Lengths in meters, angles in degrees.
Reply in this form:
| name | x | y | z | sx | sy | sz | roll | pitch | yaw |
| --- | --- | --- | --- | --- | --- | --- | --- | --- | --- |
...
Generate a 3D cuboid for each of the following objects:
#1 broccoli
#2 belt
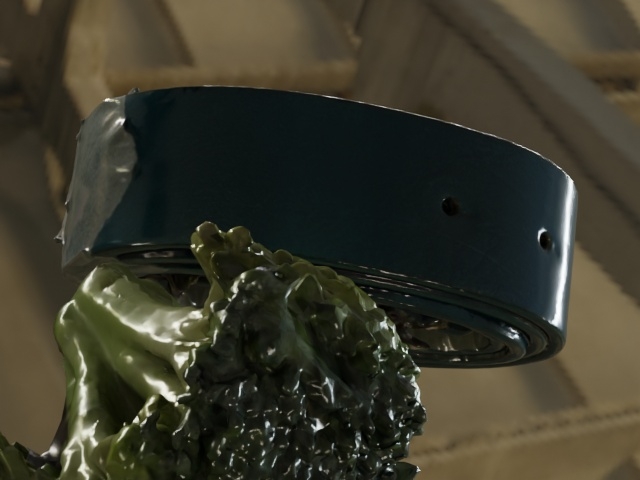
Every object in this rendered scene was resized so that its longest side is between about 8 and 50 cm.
| name | x | y | z | sx | sy | sz | roll | pitch | yaw |
| --- | --- | --- | --- | --- | --- | --- | --- | --- | --- |
| broccoli | -0.102 | 0.133 | 1.242 | 0.293 | 0.348 | 0.281 | -13 | -141 | -25 |
| belt | 0.001 | 0.001 | 1.533 | 0.436 | 0.300 | 0.173 | 14 | -110 | -13 |
